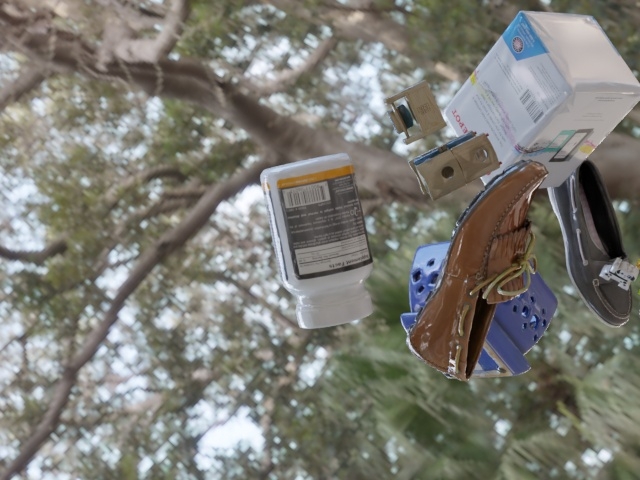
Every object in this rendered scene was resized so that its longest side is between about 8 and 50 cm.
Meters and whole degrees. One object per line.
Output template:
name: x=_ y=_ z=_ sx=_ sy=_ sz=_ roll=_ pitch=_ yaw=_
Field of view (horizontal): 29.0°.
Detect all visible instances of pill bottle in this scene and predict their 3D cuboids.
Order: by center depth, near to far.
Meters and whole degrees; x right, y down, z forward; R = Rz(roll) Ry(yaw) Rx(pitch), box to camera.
pill bottle: x=0.000 y=0.000 z=2.108 sx=0.162 sy=0.162 sz=0.278 roll=-16 pitch=-83 yaw=-40

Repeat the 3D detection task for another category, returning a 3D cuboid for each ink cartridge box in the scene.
ink cartridge box: x=0.400 y=-0.249 z=2.248 sx=0.197 sy=0.198 sz=0.270 roll=-5 pitch=-33 yaw=-37

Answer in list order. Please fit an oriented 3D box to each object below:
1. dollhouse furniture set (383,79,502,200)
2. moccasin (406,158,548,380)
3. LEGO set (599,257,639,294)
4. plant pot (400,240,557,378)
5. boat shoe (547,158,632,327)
dollhouse furniture set: x=0.198 y=-0.181 z=2.063 sx=0.129 sy=0.129 sz=0.183 roll=-26 pitch=-82 yaw=1
moccasin: x=0.257 y=0.050 z=1.874 sx=0.139 sy=0.147 sz=0.380 roll=-18 pitch=-43 yaw=-57
LEGO set: x=0.627 y=0.066 z=2.198 sx=0.087 sy=0.227 sz=0.093 roll=-58 pitch=-8 yaw=-31
plant pot: x=0.311 y=0.147 z=2.493 sx=0.236 sy=0.236 sz=0.212 roll=49 pitch=-130 yaw=-34
boat shoe: x=0.532 y=0.000 z=2.390 sx=0.112 sy=0.335 sz=0.095 roll=-9 pitch=-16 yaw=-29
